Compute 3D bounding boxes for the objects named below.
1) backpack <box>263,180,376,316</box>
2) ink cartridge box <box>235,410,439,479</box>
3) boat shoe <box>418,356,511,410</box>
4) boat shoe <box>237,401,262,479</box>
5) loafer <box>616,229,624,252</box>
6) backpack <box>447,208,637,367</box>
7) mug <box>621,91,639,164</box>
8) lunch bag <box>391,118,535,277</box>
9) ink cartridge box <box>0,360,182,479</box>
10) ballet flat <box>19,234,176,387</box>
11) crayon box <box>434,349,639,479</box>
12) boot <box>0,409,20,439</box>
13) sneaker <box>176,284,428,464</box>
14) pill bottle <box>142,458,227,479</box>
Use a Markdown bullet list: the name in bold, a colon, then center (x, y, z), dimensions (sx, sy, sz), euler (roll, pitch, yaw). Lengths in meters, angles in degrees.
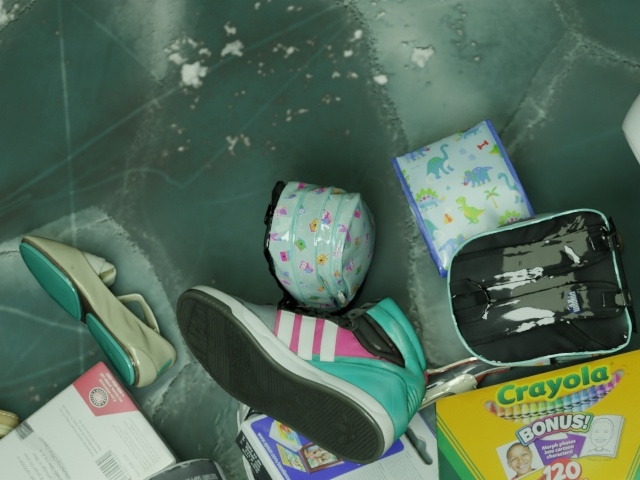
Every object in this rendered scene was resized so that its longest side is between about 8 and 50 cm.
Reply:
- **backpack**: center (0.000, 0.000, 1.949), dimensions (0.115, 0.182, 0.152), euler (2, 69, 13)
- **ink cartridge box**: center (0.044, 0.258, 1.892), dimensions (0.208, 0.045, 0.206), euler (-18, 61, -32)
- **boat shoe**: center (0.151, 0.159, 1.929), dimensions (0.137, 0.049, 0.043), euler (-16, 73, 5)
- **boat shoe**: center (-0.067, 0.206, 1.949), dimensions (0.066, 0.063, 0.184), euler (-5, 69, 10)
- **loafer**: center (0.275, 0.023, 1.952), dimensions (0.148, 0.050, 0.056), euler (-34, 66, -2)
- **backpack**: center (0.232, 0.056, 1.863), dimensions (0.188, 0.144, 0.165), euler (-13, 88, 3)
- **mug**: center (0.529, -0.090, 1.846), dimensions (0.328, 0.276, 0.374), euler (-29, 96, 9)
- **lunch bag**: center (0.170, -0.042, 1.976), dimensions (0.129, 0.096, 0.151), euler (-24, 57, 2)
- **ink cartridge box**: center (-0.280, 0.271, 1.956), dimensions (0.218, 0.092, 0.158), euler (-37, 67, -5)
- **ballet flat**: center (-0.259, 0.072, 2.043), dimensions (0.086, 0.086, 0.248), euler (-41, 68, -5)
- **crayon box**: center (0.264, 0.223, 1.812), dimensions (0.278, 0.081, 0.165), euler (-16, 50, 19)
- **boot**: center (-0.448, 0.127, 2.048), dimensions (0.262, 0.095, 0.203), euler (13, 72, 21)
- **sneaker**: center (0.000, 0.111, 1.892), dimensions (0.295, 0.123, 0.178), euler (33, 42, 23)
- **pill bottle**: center (-0.114, 0.365, 1.824), dimensions (0.130, 0.130, 0.245), euler (-29, 67, 0)
